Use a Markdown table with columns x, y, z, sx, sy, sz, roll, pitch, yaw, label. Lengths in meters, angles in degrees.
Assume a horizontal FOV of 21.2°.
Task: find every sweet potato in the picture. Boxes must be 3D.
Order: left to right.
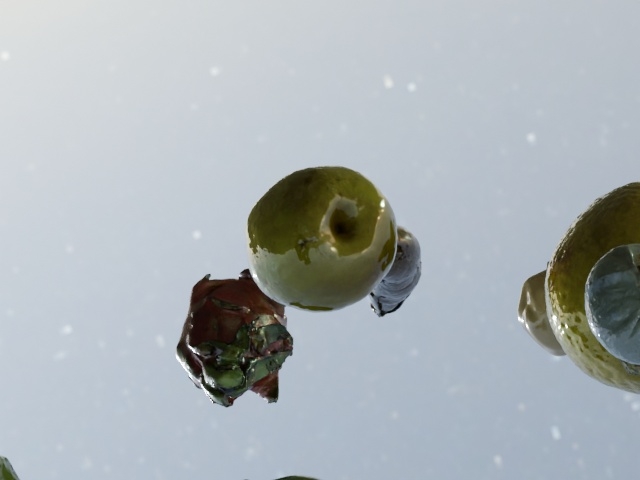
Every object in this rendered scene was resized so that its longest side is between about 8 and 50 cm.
| x | y | z | sx | sy | sz | roll | pitch | yaw | label |
| --- | --- | --- | --- | --- | --- | --- | --- | --- | --- |
| 0.084 | 0.031 | 2.350 | 0.112 | 0.085 | 0.286 | -15 | 161 | 0 | sweet potato |

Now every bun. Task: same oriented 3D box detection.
| x | y | z | sx | sy | sz | roll | pitch | yaw | label |
| --- | --- | --- | --- | --- | --- | --- | --- | --- | --- |
| 0.342 | 0.060 | 1.766 | 0.141 | 0.141 | 0.083 | -21 | 154 | -7 | bun |

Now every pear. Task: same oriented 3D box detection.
| x | y | z | sx | sy | sz | roll | pitch | yaw | label |
| --- | --- | --- | --- | --- | --- | --- | --- | --- | --- |
| 0.000 | 0.000 | 1.675 | 0.149 | 0.149 | 0.162 | -26 | 174 | -23 | pear |

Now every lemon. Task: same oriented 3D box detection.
| x | y | z | sx | sy | sz | roll | pitch | yaw | label |
| --- | --- | --- | --- | --- | --- | --- | --- | --- | --- |
| 0.389 | 0.055 | 2.018 | 0.267 | 0.267 | 0.267 | -18 | -165 | 5 | lemon |

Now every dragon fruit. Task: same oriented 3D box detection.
| x | y | z | sx | sy | sz | roll | pitch | yaw | label |
| --- | --- | --- | --- | --- | --- | --- | --- | --- | --- |
| -0.116 | 0.151 | 2.592 | 0.200 | 0.198 | 0.269 | -43 | -162 | -7 | dragon fruit |

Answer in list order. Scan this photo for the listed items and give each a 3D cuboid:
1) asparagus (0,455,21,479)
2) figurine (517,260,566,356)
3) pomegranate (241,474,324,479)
| x | y | z | sx | sy | sz | roll | pitch | yaw | label |
| --- | --- | --- | --- | --- | --- | --- | --- | --- | --- |
| -0.253 | 0.209 | 1.205 | 0.128 | 0.382 | 0.108 | -15 | -144 | 14 | asparagus |
| 0.356 | 0.084 | 2.245 | 0.196 | 0.114 | 0.108 | -10 | -143 | -14 | figurine |
| -0.029 | 0.373 | 2.113 | 0.159 | 0.190 | 0.241 | -43 | -178 | -11 | pomegranate |
